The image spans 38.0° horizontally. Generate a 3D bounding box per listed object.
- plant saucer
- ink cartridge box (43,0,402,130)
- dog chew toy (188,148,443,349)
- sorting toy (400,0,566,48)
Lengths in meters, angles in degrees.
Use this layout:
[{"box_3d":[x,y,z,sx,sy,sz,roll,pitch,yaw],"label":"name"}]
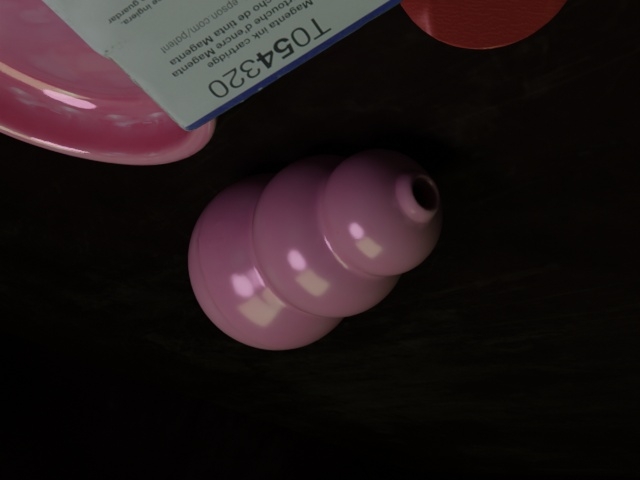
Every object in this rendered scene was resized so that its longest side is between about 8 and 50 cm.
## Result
[{"box_3d":[-0.246,-0.181,0.848,0.332,0.084,0.332,12,158,5],"label":"plant saucer"},{"box_3d":[-0.019,-0.229,0.366,0.324,0.071,0.330,-30,145,10],"label":"ink cartridge box"},{"box_3d":[0.000,0.000,1.014,0.207,0.206,0.332,27,148,-30],"label":"dog chew toy"},{"box_3d":[0.007,-0.199,0.660,0.366,0.127,0.126,9,-172,22],"label":"sorting toy"}]
